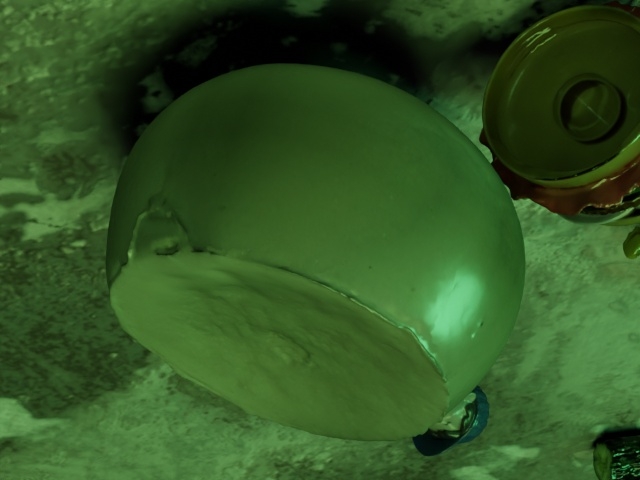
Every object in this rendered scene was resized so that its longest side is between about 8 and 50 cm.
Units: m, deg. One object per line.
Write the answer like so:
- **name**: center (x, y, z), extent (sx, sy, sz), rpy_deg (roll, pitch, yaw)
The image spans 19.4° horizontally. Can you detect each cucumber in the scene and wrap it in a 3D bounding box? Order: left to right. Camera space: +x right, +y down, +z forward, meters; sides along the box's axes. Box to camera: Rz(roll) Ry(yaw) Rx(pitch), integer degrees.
- **cucumber**: center (0.379, 0.223, 1.950), extent (0.187, 0.058, 0.058), rpy_deg (-7, 144, -3)

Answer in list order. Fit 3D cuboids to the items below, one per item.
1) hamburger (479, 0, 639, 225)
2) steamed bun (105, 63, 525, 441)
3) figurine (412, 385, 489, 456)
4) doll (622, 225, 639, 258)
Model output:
- **hamburger**: center (0.213, -0.086, 1.409), extent (0.175, 0.175, 0.137), rpy_deg (-25, 148, 21)
- **steamed bun**: center (0.000, 0.000, 1.409), extent (0.324, 0.206, 0.324), rpy_deg (15, 153, 8)
- **figurine**: center (0.106, 0.142, 1.785), extent (0.077, 0.079, 0.136), rpy_deg (-7, 128, 36)
- **doll**: center (0.364, 0.017, 1.649), extent (0.145, 0.096, 0.188), rpy_deg (-36, 112, 11)
